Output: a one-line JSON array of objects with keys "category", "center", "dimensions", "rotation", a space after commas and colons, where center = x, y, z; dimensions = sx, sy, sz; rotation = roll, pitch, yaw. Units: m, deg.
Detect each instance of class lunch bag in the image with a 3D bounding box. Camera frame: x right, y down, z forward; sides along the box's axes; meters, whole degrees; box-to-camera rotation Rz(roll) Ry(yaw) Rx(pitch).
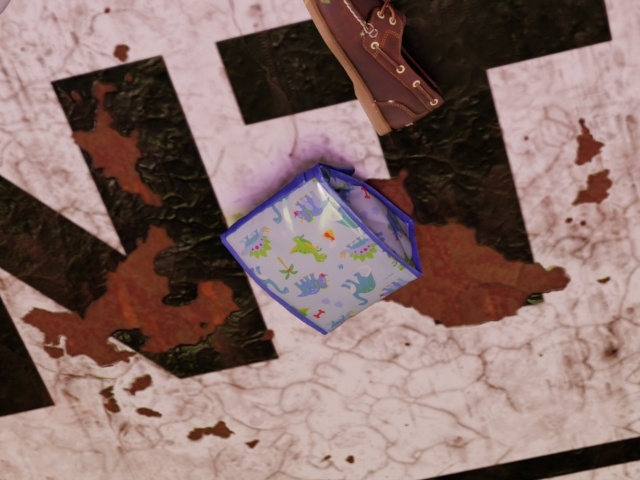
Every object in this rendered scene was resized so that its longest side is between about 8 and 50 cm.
[{"category": "lunch bag", "center": [0.000, 0.000, 1.688], "dimensions": [0.129, 0.096, 0.151], "rotation": [-35, 131, 24]}]

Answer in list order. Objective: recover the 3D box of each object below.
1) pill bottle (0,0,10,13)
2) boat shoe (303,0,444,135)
[{"category": "pill bottle", "center": [-0.229, -0.345, 1.336], "dimensions": [0.204, 0.204, 0.361], "rotation": [27, 123, -21]}, {"category": "boat shoe", "center": [0.042, -0.182, 1.561], "dimensions": [0.073, 0.073, 0.207], "rotation": [-23, 133, 14]}]
